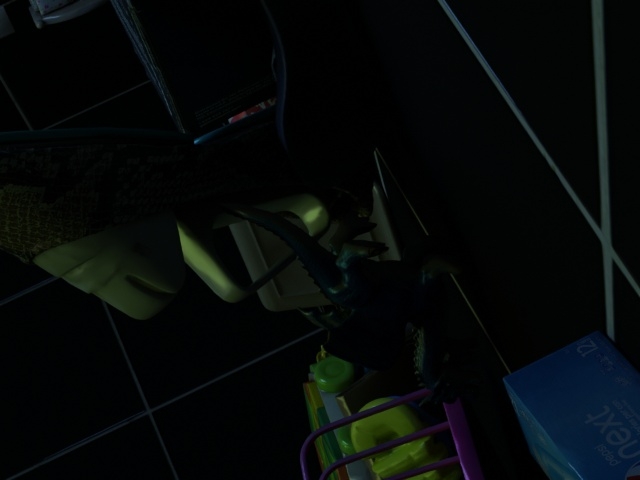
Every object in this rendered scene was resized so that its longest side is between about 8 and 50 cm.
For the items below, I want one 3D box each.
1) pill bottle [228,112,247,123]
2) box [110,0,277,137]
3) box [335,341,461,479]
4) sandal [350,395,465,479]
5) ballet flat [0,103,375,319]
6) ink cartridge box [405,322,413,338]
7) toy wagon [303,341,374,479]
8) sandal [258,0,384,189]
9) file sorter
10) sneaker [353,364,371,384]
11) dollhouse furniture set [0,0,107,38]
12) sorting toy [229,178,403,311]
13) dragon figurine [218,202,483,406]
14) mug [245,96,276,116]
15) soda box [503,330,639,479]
[{"bbox_3d":[-0.029,-0.098,1.797,0.180,0.108,0.108,63,176,10],"label":"pill bottle"},{"bbox_3d":[-0.138,-0.305,1.400,0.296,0.183,0.294,61,176,20],"label":"box"},{"bbox_3d":[0.114,0.255,1.912,0.021,0.164,0.201,-18,99,46],"label":"box"},{"bbox_3d":[0.171,0.309,1.839,0.317,0.126,0.138,59,-150,-6],"label":"sandal"},{"bbox_3d":[-0.116,-0.028,1.307,0.164,0.483,0.182,-21,85,44],"label":"ballet flat"},{"bbox_3d":[0.076,0.083,1.866,0.104,0.062,0.181,63,175,9],"label":"ink cartridge box"},{"bbox_3d":[0.032,0.284,2.061,0.344,0.068,0.267,-113,11,-48],"label":"toy wagon"},{"bbox_3d":[-0.005,-0.165,1.279,0.054,0.097,0.254,-125,21,-59],"label":"sandal"},{"bbox_3d":[0.115,0.314,1.507,0.290,0.182,0.202,60,-168,-46],"label":"file sorter"},{"bbox_3d":[0.126,0.288,2.024,0.341,0.125,0.139,63,176,13],"label":"sneaker"},{"bbox_3d":[-0.339,-0.428,1.982,0.174,0.356,0.303,59,172,48],"label":"dollhouse furniture set"},{"bbox_3d":[0.000,0.000,1.683,0.047,0.196,0.347,-75,-27,-45],"label":"sorting toy"},{"bbox_3d":[0.037,0.059,1.283,0.144,0.289,0.085,-68,25,17],"label":"dragon figurine"},{"bbox_3d":[-0.055,-0.219,1.631,0.113,0.150,0.169,12,144,37],"label":"mug"},{"bbox_3d":[0.181,0.138,0.841,0.210,0.071,0.067,-124,9,-62],"label":"soda box"}]
